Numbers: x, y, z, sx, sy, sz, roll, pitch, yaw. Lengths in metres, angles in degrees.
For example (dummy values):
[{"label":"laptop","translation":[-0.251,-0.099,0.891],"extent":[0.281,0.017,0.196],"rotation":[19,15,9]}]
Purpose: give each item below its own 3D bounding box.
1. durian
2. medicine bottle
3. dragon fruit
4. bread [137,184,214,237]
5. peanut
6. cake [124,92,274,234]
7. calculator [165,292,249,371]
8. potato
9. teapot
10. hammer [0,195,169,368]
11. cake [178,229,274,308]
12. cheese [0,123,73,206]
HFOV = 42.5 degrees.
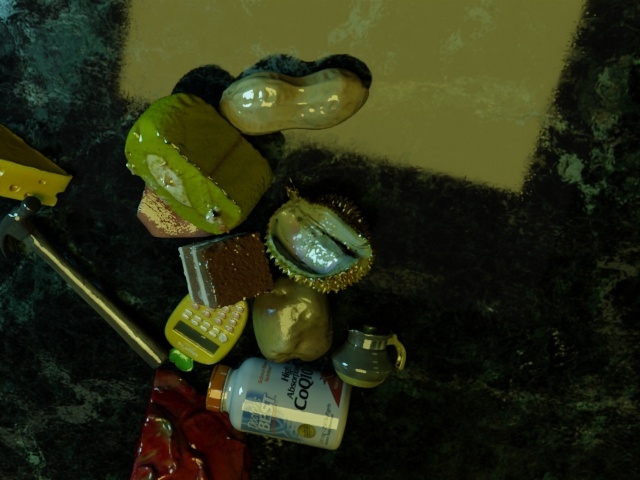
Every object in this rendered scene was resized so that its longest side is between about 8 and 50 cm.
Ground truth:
[{"label":"durian","translation":[0.000,0.000,1.575],"extent":[0.194,0.138,0.237],"rotation":[-28,65,4]},{"label":"medicine bottle","translation":[-0.088,0.333,1.717],"extent":[0.289,0.157,0.156],"rotation":[11,115,1]},{"label":"dragon fruit","translation":[-0.264,0.448,1.707],"extent":[0.286,0.329,0.227],"rotation":[20,109,-1]},{"label":"bread","translation":[-0.295,-0.068,1.609],"extent":[0.119,0.067,0.192],"rotation":[-30,109,10]},{"label":"peanut","translation":[-0.051,-0.254,1.468],"extent":[0.275,0.111,0.125],"rotation":[-6,153,7]},{"label":"cake","translation":[-0.228,-0.136,1.494],"extent":[0.260,0.156,0.179],"rotation":[45,141,-18]},{"label":"calculator","translation":[-0.244,0.182,1.737],"extent":[0.146,0.032,0.235],"rotation":[35,112,-9]},{"label":"potato","translation":[-0.057,0.155,1.650],"extent":[0.155,0.137,0.200],"rotation":[-12,116,-18]},{"label":"teapot","translation":[0.104,0.229,1.679],"extent":[0.166,0.130,0.119],"rotation":[5,102,-31]},{"label":"hammer","translation":[-0.480,0.103,1.694],"extent":[0.440,0.044,0.168],"rotation":[46,129,-13]},{"label":"cake","translation":[-0.185,0.058,1.586],"extent":[0.135,0.147,0.134],"rotation":[-16,92,-31]},{"label":"cheese","translation":[-0.584,-0.134,1.618],"extent":[0.171,0.126,0.093],"rotation":[26,118,-28]}]
